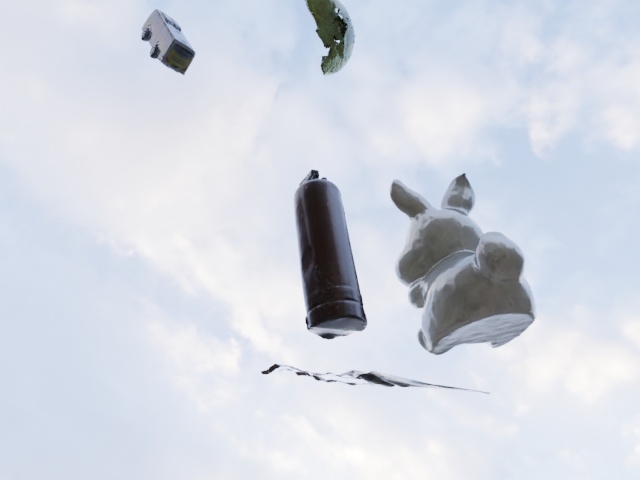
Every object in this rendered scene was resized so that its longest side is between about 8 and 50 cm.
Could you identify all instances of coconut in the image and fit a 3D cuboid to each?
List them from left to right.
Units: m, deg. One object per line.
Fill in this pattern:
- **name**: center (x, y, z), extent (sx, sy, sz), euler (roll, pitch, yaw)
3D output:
- **coconut**: center (0.026, -0.426, 0.823), extent (0.055, 0.133, 0.158), euler (3, -53, 51)

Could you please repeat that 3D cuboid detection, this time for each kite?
- **kite**: center (0.051, 0.147, 0.434), extent (0.244, 0.015, 0.141), euler (-8, -26, 33)

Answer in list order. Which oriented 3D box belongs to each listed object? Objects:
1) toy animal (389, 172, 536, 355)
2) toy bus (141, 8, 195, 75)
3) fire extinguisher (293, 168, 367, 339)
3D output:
- **toy animal**: center (0.254, 0.017, 0.782), extent (0.195, 0.368, 0.242), euler (1, -48, -11)
- **toy bus**: center (-0.328, -0.425, 0.876), extent (0.064, 0.191, 0.075), euler (18, -58, -48)
- **fire extinguisher**: center (0.000, 0.000, 0.559), extent (0.071, 0.268, 0.089), euler (5, -37, -20)
